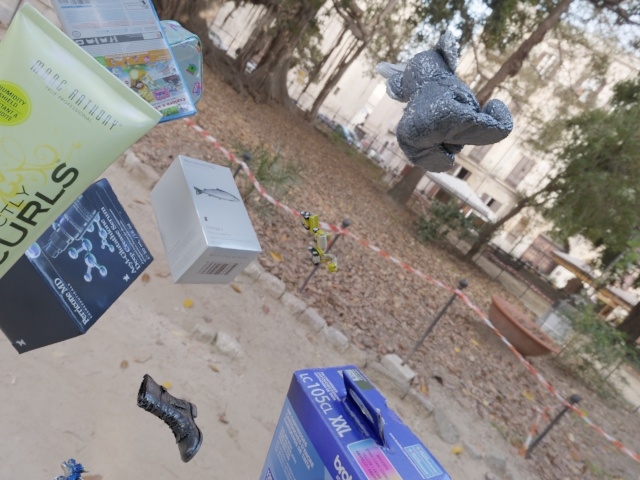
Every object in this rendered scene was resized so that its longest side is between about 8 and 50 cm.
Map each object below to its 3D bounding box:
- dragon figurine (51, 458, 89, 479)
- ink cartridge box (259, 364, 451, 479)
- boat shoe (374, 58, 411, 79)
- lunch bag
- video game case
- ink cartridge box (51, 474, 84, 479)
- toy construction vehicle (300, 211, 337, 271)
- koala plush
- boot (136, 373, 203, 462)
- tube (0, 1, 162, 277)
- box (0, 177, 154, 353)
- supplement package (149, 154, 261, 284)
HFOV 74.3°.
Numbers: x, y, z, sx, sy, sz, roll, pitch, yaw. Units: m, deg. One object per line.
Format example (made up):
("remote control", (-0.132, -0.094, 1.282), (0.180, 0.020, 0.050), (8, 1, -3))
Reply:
("dragon figurine", (-0.501, 0.537, 0.811), (0.144, 0.085, 0.289), (3, 13, -45))
("ink cartridge box", (0.035, 0.400, 0.700), (0.151, 0.396, 0.270), (6, 20, -34))
("boat shoe", (0.212, -0.384, 0.975), (0.184, 0.063, 0.066), (13, 37, -22))
("lunch bag", (-0.421, -0.386, 1.019), (0.108, 0.224, 0.279), (42, 56, 17))
("video game case", (-0.243, -0.229, 0.537), (0.119, 0.015, 0.166), (-29, 102, -38))
("ink cartridge box", (-0.591, 0.620, 0.979), (0.143, 0.090, 0.092), (32, -4, 8))
("toy construction vehicle", (0.000, 0.000, 0.715), (0.035, 0.086, 0.098), (-14, 24, -17))
("koala plush", (0.221, -0.276, 0.818), (0.203, 0.196, 0.221), (5, 67, -40))
("boot", (-0.497, 0.567, 1.358), (0.229, 0.091, 0.263), (49, -3, -31))
("tube", (-0.209, -0.017, 0.254), (0.062, 0.240, 0.070), (37, -5, 14))
("box", (-0.687, 0.047, 1.142), (0.395, 0.211, 0.294), (-79, 149, -64))
("supplement package", (-0.190, -0.031, 0.687), (0.105, 0.105, 0.179), (7, 50, -49))
